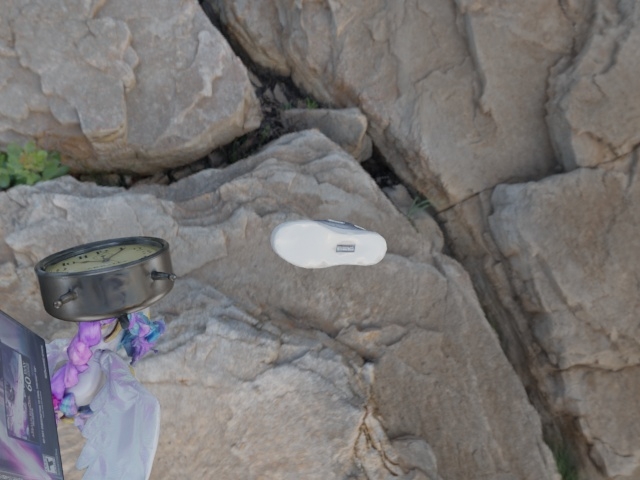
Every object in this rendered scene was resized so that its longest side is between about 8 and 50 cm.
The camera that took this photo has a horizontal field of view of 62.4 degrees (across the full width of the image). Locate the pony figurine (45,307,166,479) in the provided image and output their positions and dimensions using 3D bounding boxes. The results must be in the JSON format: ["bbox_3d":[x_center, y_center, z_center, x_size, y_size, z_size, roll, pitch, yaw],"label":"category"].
[{"bbox_3d":[-0.371,0.206,0.820,0.303,0.363,0.351,19,70,-9],"label":"pony figurine"}]

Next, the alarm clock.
[{"bbox_3d":[-0.227,0.035,0.564,0.129,0.192,0.064,-13,110,-25],"label":"alarm clock"}]

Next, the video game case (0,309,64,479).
[{"bbox_3d":[-0.359,0.154,0.568,0.026,0.274,0.196,-19,63,-10],"label":"video game case"}]

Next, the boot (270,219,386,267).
[{"bbox_3d":[0.000,0.000,0.787,0.190,0.086,0.069,9,101,-32],"label":"boot"}]
